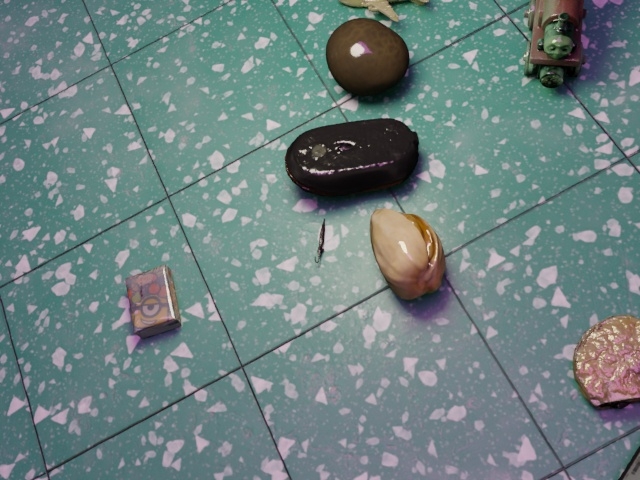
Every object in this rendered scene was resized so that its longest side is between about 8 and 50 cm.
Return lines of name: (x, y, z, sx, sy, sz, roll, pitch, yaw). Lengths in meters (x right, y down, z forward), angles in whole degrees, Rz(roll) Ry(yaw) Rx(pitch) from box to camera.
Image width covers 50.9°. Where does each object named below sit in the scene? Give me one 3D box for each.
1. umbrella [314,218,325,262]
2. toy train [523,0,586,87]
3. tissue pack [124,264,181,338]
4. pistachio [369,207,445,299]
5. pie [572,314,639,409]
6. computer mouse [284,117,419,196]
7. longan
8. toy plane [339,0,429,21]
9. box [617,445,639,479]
umbrella: (0.002, 0.002, 1.598, 0.013, 0.022, 0.122, -12, 51, 35)
toy train: (0.560, -0.524, 1.584, 0.150, 0.221, 0.305, 6, 70, 12)
tissue pack: (-0.397, 0.145, 1.599, 0.108, 0.060, 0.148, -18, 66, 3)
pistachio: (0.186, 0.021, 1.486, 0.157, 0.157, 0.230, -25, 52, 1)
pie: (0.613, 0.237, 1.344, 0.218, 0.052, 0.185, -11, 67, 10)
computer mouse: (0.077, -0.196, 1.610, 0.323, 0.116, 0.183, -8, 64, 2)
longan: (0.113, -0.453, 1.674, 0.212, 0.198, 0.198, 32, 77, 7)
toy plane: (0.168, -0.668, 1.805, 0.256, 0.104, 0.242, 8, 55, 8)
box: (0.640, 0.448, 1.183, 0.350, 0.058, 0.211, -51, 26, -12)
